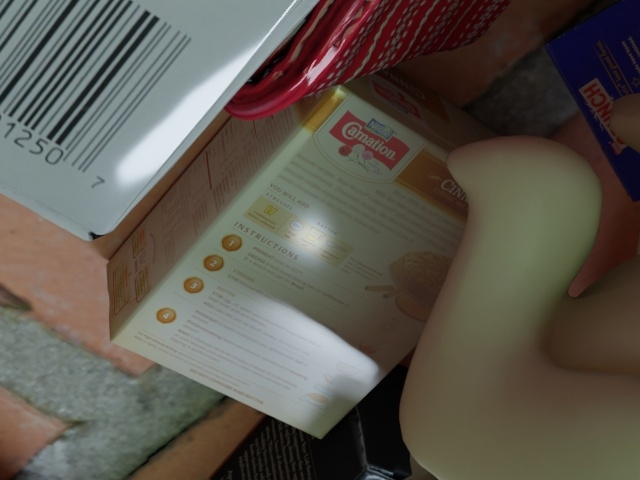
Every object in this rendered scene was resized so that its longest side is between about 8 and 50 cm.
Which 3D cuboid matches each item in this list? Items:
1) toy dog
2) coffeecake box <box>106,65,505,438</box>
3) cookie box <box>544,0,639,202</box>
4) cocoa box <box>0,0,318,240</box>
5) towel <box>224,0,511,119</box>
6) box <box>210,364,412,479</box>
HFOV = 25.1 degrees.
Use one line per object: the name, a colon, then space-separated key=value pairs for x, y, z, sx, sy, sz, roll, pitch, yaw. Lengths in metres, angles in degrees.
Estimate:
toy dog: x=0.173 y=0.111 z=0.550 sx=0.284 sy=0.395 sz=0.408 roll=0 pitch=143 yaw=-43
coffeecake box: x=0.000 y=0.000 z=0.744 sx=0.142 sy=0.068 sz=0.185 roll=29 pitch=118 yaw=-29
cookie box: x=0.177 y=-0.084 z=0.703 sx=0.107 sy=0.040 sz=0.092 roll=-29 pitch=91 yaw=11
cocoa box: x=-0.139 y=-0.215 z=0.423 sx=0.347 sy=0.228 sz=0.231 roll=31 pitch=118 yaw=-25
towel: x=0.077 y=-0.134 z=0.551 sx=0.031 sy=0.275 sz=0.199 roll=46 pitch=115 yaw=7
box: x=0.019 y=0.183 z=0.870 sx=0.153 sy=0.108 sz=0.207 roll=26 pitch=119 yaw=-28
